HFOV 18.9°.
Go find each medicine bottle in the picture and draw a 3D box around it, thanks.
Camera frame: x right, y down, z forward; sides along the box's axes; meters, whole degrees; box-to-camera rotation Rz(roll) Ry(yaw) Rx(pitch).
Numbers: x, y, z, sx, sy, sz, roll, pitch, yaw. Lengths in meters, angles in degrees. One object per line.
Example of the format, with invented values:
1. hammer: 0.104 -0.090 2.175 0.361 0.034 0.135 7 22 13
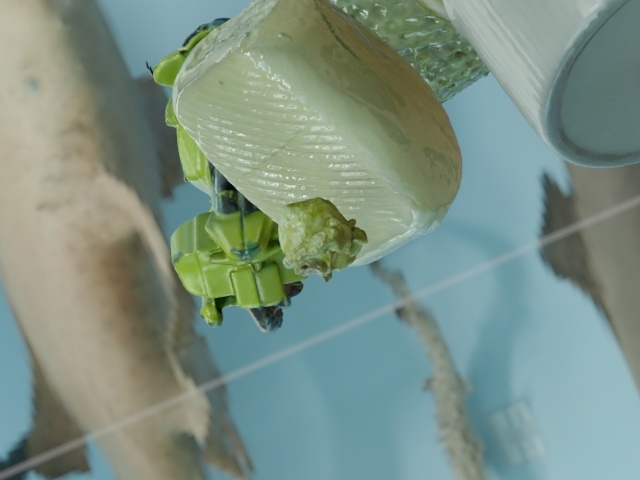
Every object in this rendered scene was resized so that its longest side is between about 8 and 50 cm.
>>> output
1. medicine bottle: 0.123 -0.243 1.192 0.384 0.224 0.224 60 -177 32

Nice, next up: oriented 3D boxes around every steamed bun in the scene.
1. steamed bun: 0.011 -0.105 1.590 0.239 0.170 0.152 41 -126 -13

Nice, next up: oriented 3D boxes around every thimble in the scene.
1. thimble: 0.063 -0.255 1.964 0.271 0.150 0.271 50 -165 -19

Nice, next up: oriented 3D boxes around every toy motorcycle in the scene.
1. toy motorcycle: -0.074 -0.079 1.806 0.342 0.142 0.206 -99 -14 -44

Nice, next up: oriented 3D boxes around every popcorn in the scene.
1. popcorn: -0.003 0.000 1.467 0.068 0.059 0.083 35 -174 -10
